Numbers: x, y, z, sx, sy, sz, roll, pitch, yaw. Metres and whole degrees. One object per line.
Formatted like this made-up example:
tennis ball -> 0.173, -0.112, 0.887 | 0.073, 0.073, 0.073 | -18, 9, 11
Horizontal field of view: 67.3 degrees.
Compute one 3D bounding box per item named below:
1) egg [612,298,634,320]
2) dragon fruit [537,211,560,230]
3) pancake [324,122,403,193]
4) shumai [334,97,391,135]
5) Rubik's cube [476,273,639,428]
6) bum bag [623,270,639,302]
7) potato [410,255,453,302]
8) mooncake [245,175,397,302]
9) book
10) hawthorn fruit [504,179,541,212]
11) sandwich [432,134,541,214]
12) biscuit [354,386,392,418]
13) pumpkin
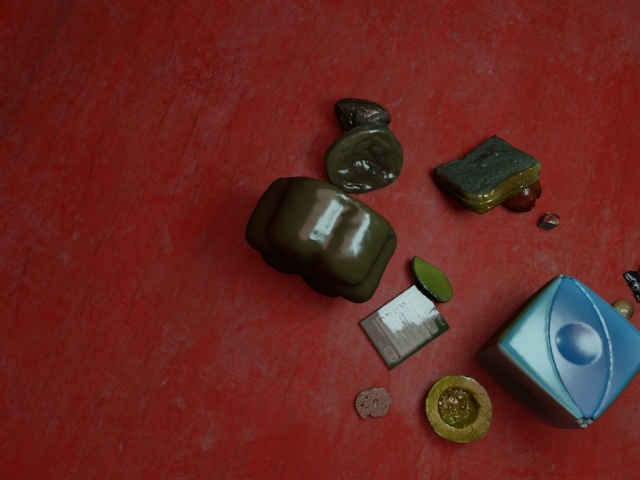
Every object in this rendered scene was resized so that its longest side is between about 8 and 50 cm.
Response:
egg -> 1.108, 0.254, 1.761 | 0.071, 0.071, 0.083 | 37, 64, 3
dragon fruit -> 0.854, -0.078, 1.797 | 0.056, 0.083, 0.060 | 27, 76, 6
pancake -> 0.155, -0.283, 1.714 | 0.294, 0.295, 0.050 | -3, 40, -5
shumai -> 0.129, -0.409, 1.748 | 0.218, 0.184, 0.186 | 22, 76, 6
Rubik's cube -> 0.759, 0.361, 1.544 | 0.351, 0.347, 0.352 | 42, 77, 19
bum bag -> 1.188, 0.170, 1.799 | 0.057, 0.034, 0.125 | -25, 82, -2
potato -> 0.390, 0.143, 1.728 | 0.198, 0.054, 0.119 | 41, 53, -2
mooncake -> 0.000, 0.000, 1.539 | 0.466, 0.467, 0.262 | 29, 75, 1
book -> 0.300, 0.301, 1.711 | 0.264, 0.027, 0.202 | -33, 83, -9
hawthorn fruit -> 0.725, -0.187, 1.782 | 0.171, 0.148, 0.148 | 20, 78, 16
sandwich -> 0.597, -0.239, 1.731 | 0.301, 0.271, 0.099 | -29, 128, -8
biscuit -> 0.183, 0.560, 1.658 | 0.130, 0.019, 0.102 | -11, 80, -6
pumpkin -> 0.465, 0.563, 1.645 | 0.217, 0.110, 0.218 | -1, 85, 7
